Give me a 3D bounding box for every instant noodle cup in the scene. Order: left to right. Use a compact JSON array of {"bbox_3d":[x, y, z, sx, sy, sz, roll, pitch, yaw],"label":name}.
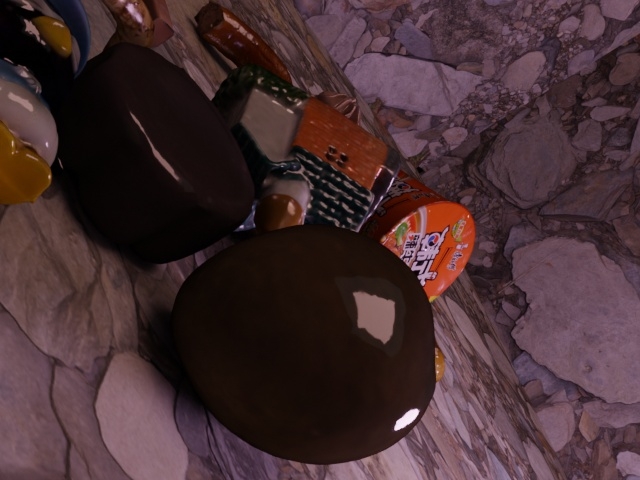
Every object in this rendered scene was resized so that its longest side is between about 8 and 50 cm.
[{"bbox_3d":[0.134,-0.015,1.868,0.192,0.250,0.250,46,1,42],"label":"instant noodle cup"}]

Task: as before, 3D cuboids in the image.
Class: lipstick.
[{"bbox_3d":[-0.271,-0.371,1.588,0.045,0.045,0.145,47,16,-46],"label":"lipstick"}]

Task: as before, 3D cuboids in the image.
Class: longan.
[{"bbox_3d":[-0.015,0.099,1.034,0.300,0.243,0.300,25,-4,2],"label":"longan"}]

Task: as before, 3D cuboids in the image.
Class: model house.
[{"bbox_3d":[-0.058,-0.054,1.284,0.271,0.190,0.301,32,31,-10],"label":"model house"}]

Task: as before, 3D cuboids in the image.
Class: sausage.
[{"bbox_3d":[-0.135,-0.356,1.967,0.102,0.076,0.302,13,-20,39],"label":"sausage"}]

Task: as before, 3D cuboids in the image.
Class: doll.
[{"bbox_3d":[-0.276,-0.168,0.867,0.177,0.141,0.314,50,18,-46],"label":"doll"}]

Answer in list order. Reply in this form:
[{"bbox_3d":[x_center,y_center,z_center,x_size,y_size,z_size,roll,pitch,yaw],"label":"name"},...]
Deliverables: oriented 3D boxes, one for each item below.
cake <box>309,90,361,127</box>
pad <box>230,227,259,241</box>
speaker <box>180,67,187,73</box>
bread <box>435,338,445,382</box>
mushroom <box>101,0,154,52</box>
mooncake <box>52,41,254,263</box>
[{"bbox_3d":[0.009,-0.215,2.011,0.185,0.178,0.208,42,23,-55],"label":"cake"},{"bbox_3d":[-0.108,-0.050,1.547,0.330,0.004,0.220,38,24,-58],"label":"pad"},{"bbox_3d":[-0.226,-0.212,1.381,0.040,0.046,0.191,56,14,-2],"label":"speaker"},{"bbox_3d":[0.169,0.154,1.963,0.344,0.083,0.124,-105,-178,-53],"label":"bread"},{"bbox_3d":[-0.251,-0.323,1.120,0.208,0.233,0.301,67,14,6],"label":"mushroom"},{"bbox_3d":[-0.181,-0.092,1.066,0.245,0.133,0.245,54,13,-19],"label":"mooncake"}]
